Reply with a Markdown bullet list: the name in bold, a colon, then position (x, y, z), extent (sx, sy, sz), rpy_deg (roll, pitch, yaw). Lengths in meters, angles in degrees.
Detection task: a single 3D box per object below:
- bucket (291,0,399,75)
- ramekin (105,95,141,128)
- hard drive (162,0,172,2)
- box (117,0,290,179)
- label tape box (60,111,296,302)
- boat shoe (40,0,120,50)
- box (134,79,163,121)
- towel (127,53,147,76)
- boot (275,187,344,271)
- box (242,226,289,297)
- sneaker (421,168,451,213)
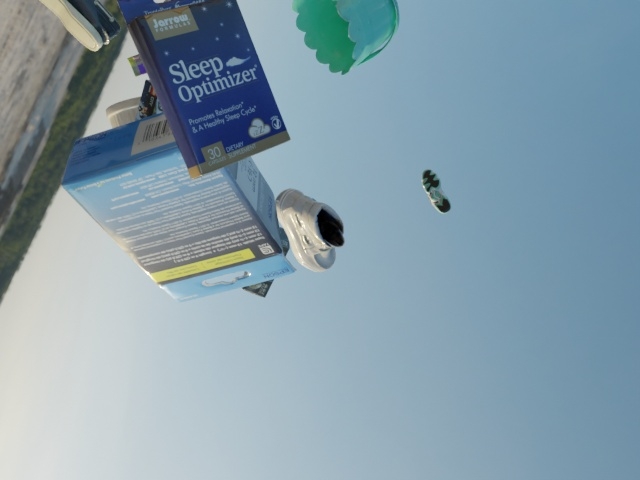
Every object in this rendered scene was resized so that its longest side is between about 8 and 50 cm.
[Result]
- **bucket**: position (0.071, -0.617, 1.674), extent (0.183, 0.281, 0.281), rpy_deg (-38, -159, -15)
- **ramekin**: position (-0.425, -0.292, 1.547), extent (0.207, 0.207, 0.109), rpy_deg (-4, -82, 61)
- **hard drive**: position (-0.224, -0.521, 1.229), extent (0.339, 0.064, 0.237), rpy_deg (-44, -155, 4)
- **box**: position (-0.135, -0.202, 0.730), extent (0.136, 0.225, 0.036), rpy_deg (-29, -168, -33)
- **label tape box**: position (-0.216, -0.049, 1.036), extent (0.249, 0.347, 0.115), rpy_deg (-15, -130, 14)
- **boat shoe**: position (-0.484, -0.480, 1.148), extent (0.079, 0.254, 0.095), rpy_deg (-51, -161, -27)
- **box**: position (-0.352, -0.244, 1.377), extent (0.159, 0.044, 0.233), rpy_deg (-25, 142, -59)
- **towel**: position (-0.515, -0.513, 1.777), extent (0.083, 0.060, 0.009), rpy_deg (-10, -156, 18)
- **boot**: position (0.000, 0.000, 1.302), extent (0.123, 0.258, 0.095), rpy_deg (25, -111, 38)
- **box**: position (-0.164, 0.056, 1.848), extent (0.180, 0.078, 0.147), rpy_deg (-63, -167, 19)
- **sneaker**: position (0.233, -0.100, 1.266), extent (0.038, 0.098, 0.069), rpy_deg (-24, -177, 3)
